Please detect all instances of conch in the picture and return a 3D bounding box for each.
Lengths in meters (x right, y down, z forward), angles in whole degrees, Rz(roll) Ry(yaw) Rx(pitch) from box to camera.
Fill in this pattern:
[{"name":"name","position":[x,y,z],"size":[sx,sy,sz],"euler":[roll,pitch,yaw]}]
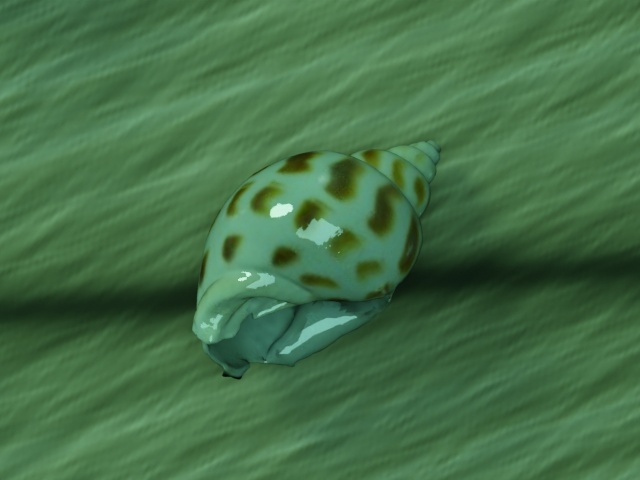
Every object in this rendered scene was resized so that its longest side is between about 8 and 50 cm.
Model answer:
[{"name":"conch","position":[0.000,0.000,1.627],"size":[0.275,0.183,0.148],"euler":[-19,64,-8]}]
